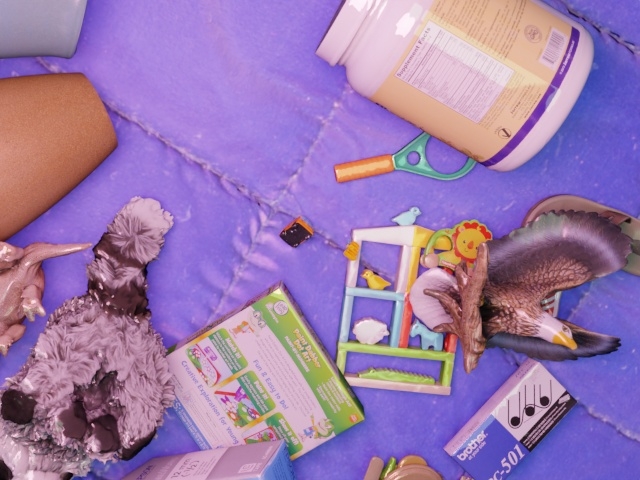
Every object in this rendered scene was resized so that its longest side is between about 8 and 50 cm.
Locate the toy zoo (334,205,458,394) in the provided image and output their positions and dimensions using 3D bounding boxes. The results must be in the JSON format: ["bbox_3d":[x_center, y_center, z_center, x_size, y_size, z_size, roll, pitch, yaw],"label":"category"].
[{"bbox_3d":[0.131,0.092,1.340,0.192,0.030,0.293,7,96,-7],"label":"toy zoo"}]

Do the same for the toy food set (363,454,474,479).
[{"bbox_3d":[0.145,0.413,1.382,0.192,0.038,0.132,18,100,-18],"label":"toy food set"}]

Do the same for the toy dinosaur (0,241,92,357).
[{"bbox_3d":[-0.450,0.083,1.202,0.127,0.200,0.296,41,89,-8],"label":"toy dinosaur"}]

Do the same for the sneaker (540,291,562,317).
[{"bbox_3d":[0.349,0.090,1.355,0.067,0.042,0.118,15,89,-10],"label":"sneaker"}]

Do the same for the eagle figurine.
[{"bbox_3d":[0.307,0.095,1.247,0.298,0.226,0.225,-13,67,-38],"label":"eagle figurine"}]

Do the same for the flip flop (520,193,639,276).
[{"bbox_3d":[0.450,0.001,1.335,0.277,0.080,0.112,16,95,-7],"label":"flip flop"}]

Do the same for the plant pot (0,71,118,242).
[{"bbox_3d":[-0.425,-0.132,1.179,0.254,0.237,0.237,-29,99,-19],"label":"plant pot"}]

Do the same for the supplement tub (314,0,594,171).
[{"bbox_3d":[0.184,-0.270,1.195,0.331,0.241,0.241,28,93,-8],"label":"supplement tub"}]

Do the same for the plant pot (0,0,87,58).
[{"bbox_3d":[-0.439,-0.359,1.125,0.255,0.271,0.272,12,96,-21],"label":"plant pot"}]

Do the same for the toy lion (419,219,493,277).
[{"bbox_3d":[0.215,0.010,1.309,0.100,0.034,0.096,20,87,-8],"label":"toy lion"}]

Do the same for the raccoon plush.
[{"bbox_3d":[-0.346,0.186,1.264,0.216,0.299,0.446,38,51,-18],"label":"raccoon plush"}]

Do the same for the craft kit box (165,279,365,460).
[{"bbox_3d":[-0.099,0.228,1.307,0.246,0.061,0.250,-30,99,9],"label":"craft kit box"}]

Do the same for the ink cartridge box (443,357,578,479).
[{"bbox_3d":[0.306,0.299,1.366,0.097,0.046,0.207,45,86,-8],"label":"ink cartridge box"}]

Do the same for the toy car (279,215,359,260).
[{"bbox_3d":[0.000,0.000,1.310,0.122,0.060,0.040,28,50,-2],"label":"toy car"}]

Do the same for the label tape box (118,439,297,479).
[{"bbox_3d":[-0.189,0.456,1.291,0.347,0.115,0.249,-12,103,22],"label":"label tape box"}]

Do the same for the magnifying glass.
[{"bbox_3d":[0.135,-0.126,1.317,0.231,0.026,0.092,-12,98,-3],"label":"magnifying glass"}]
